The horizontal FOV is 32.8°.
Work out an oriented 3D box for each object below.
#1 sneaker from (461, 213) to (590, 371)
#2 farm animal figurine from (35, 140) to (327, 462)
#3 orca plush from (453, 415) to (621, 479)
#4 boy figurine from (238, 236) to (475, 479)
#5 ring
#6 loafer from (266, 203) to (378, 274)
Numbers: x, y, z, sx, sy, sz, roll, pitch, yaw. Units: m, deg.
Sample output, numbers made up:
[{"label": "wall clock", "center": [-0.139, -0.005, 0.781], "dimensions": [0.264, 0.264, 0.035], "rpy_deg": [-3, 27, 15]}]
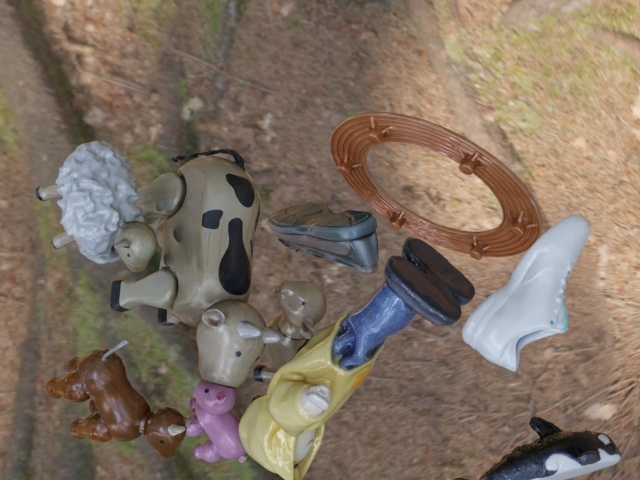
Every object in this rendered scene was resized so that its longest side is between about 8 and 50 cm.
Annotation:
[{"label": "sneaker", "center": [0.272, 0.067, 1.319], "dimensions": [0.094, 0.080, 0.212], "rpy_deg": [39, 84, 26]}, {"label": "farm animal figurine", "center": [-0.095, 0.064, 1.060], "dimensions": [0.172, 0.330, 0.327], "rpy_deg": [-11, 86, 34]}, {"label": "orca plush", "center": [0.349, 0.343, 1.771], "dimensions": [0.287, 0.151, 0.102], "rpy_deg": [-14, 66, -10]}, {"label": "boy figurine", "center": [0.015, 0.127, 1.012], "dimensions": [0.092, 0.177, 0.285], "rpy_deg": [41, 115, 4]}, {"label": "ring", "center": [0.160, -0.067, 1.577], "dimensions": [0.336, 0.337, 0.032], "rpy_deg": [21, 66, 22]}, {"label": "loafer", "center": [0.000, 0.000, 1.619], "dimensions": [0.267, 0.096, 0.084], "rpy_deg": [12, 121, 62]}]
